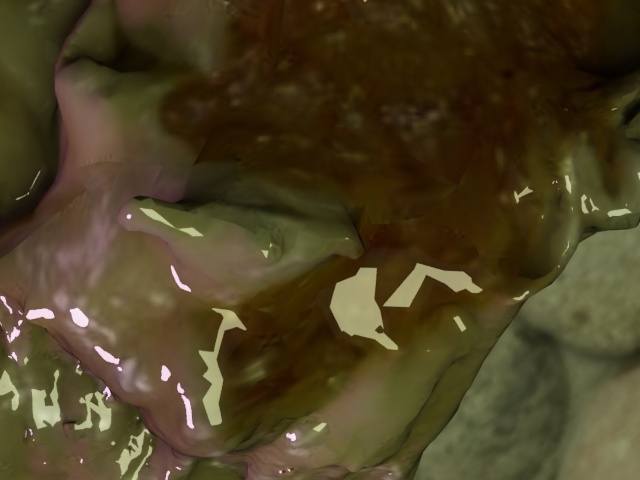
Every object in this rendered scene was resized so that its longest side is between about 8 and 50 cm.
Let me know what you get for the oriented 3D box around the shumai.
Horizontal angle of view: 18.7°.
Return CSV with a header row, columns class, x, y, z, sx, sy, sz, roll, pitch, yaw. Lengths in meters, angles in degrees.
class,x,y,z,sx,sy,sz,roll,pitch,yaw
shumai,0.000,0.000,0.619,0.267,0.262,0.314,-35,119,-48
